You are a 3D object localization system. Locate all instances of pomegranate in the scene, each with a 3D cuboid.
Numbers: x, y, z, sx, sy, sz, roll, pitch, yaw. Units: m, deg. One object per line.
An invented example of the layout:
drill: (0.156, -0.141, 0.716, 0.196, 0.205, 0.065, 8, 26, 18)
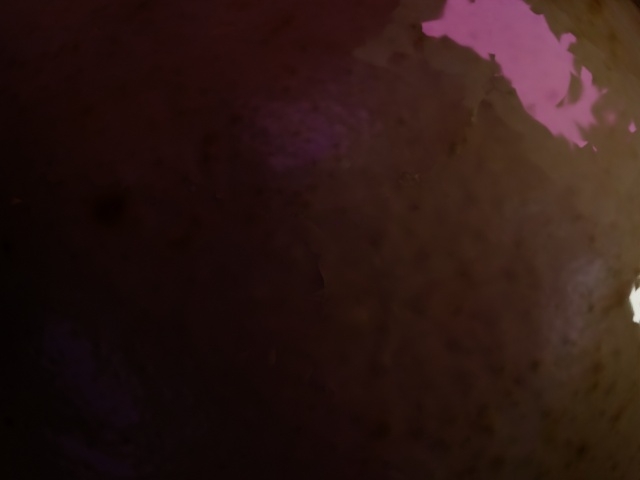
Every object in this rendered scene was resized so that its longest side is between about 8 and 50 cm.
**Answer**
pomegranate: (0.000, 0.000, 0.481, 0.319, 0.319, 0.319, 37, 13, -10)
